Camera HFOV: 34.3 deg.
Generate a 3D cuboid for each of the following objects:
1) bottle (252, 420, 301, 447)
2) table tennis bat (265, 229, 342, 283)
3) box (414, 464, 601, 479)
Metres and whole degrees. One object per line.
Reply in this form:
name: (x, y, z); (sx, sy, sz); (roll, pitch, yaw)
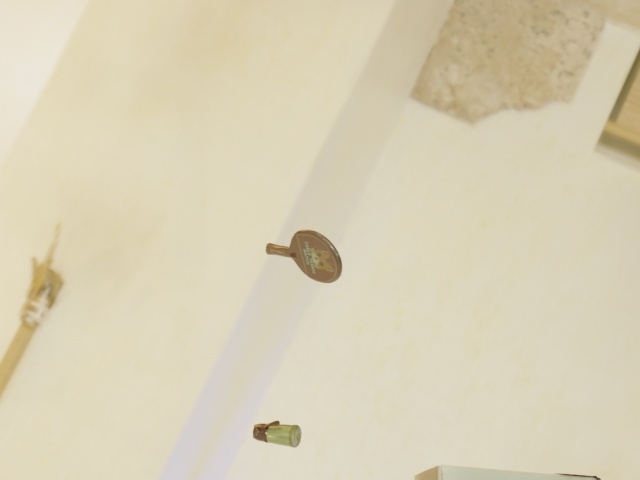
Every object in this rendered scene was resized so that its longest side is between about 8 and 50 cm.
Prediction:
bottle: (-0.092, 0.394, 2.125); (0.101, 0.063, 0.047); (3, -162, 21)
table tennis bat: (0.000, 0.000, 1.864); (0.169, 0.119, 0.108); (9, 126, 39)
box: (0.259, 0.421, 1.413); (0.251, 0.203, 0.106); (8, 157, -16)
